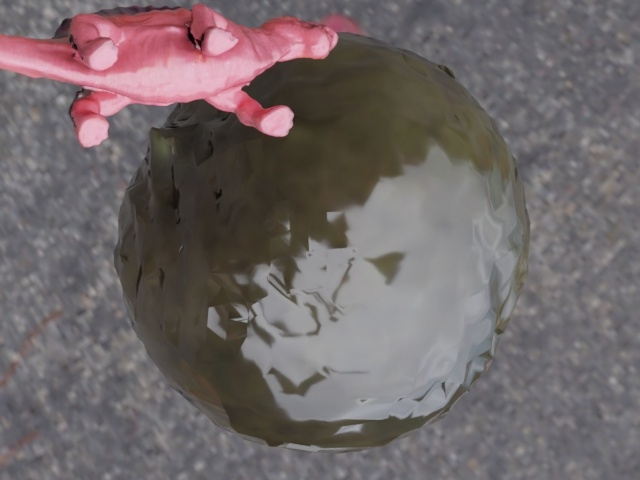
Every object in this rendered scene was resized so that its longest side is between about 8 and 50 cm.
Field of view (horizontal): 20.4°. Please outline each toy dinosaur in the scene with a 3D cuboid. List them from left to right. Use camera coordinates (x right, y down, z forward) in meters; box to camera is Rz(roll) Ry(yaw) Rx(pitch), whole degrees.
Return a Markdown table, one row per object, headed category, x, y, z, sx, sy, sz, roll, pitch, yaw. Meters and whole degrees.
| category | x | y | z | sx | sy | sz | roll | pitch | yaw |
| --- | --- | --- | --- | --- | --- | --- | --- | --- | --- |
| toy dinosaur | -0.132 | -0.112 | 1.013 | 0.286 | 0.139 | 0.070 | -6 | 121 | -18 |

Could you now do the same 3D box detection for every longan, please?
| category | x | y | z | sx | sy | sz | roll | pitch | yaw |
| --- | --- | --- | --- | --- | --- | --- | --- | --- | --- |
| longan | 0.000 | 0.000 | 1.628 | 0.391 | 0.391 | 0.391 | -15 | 126 | -21 |
